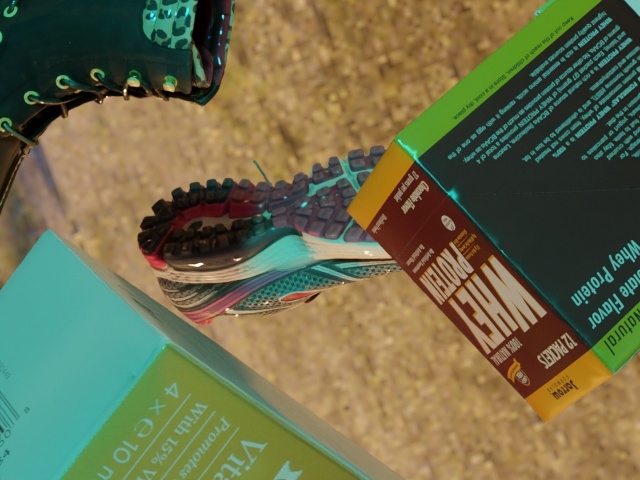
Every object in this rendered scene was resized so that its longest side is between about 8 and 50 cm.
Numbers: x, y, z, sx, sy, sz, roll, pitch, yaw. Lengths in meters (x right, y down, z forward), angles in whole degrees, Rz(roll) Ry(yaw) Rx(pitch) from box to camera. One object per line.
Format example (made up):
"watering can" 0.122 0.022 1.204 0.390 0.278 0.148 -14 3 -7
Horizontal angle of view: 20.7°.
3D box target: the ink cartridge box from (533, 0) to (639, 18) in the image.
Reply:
"ink cartridge box" 0.293 -0.103 1.367 0.114 0.198 0.273 25 144 43

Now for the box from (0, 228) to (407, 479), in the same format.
"box" -0.057 0.189 0.930 0.345 0.215 0.168 38 178 -33

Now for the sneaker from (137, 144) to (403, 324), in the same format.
"sneaker" 0.000 0.000 1.495 0.121 0.299 0.112 -77 -26 -45

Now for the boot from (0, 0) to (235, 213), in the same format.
"boot" -0.162 -0.096 1.143 0.085 0.178 0.236 30 -109 -69

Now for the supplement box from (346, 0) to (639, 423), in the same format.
"supplement box" 0.160 -0.027 1.128 0.194 0.191 0.129 47 157 6
